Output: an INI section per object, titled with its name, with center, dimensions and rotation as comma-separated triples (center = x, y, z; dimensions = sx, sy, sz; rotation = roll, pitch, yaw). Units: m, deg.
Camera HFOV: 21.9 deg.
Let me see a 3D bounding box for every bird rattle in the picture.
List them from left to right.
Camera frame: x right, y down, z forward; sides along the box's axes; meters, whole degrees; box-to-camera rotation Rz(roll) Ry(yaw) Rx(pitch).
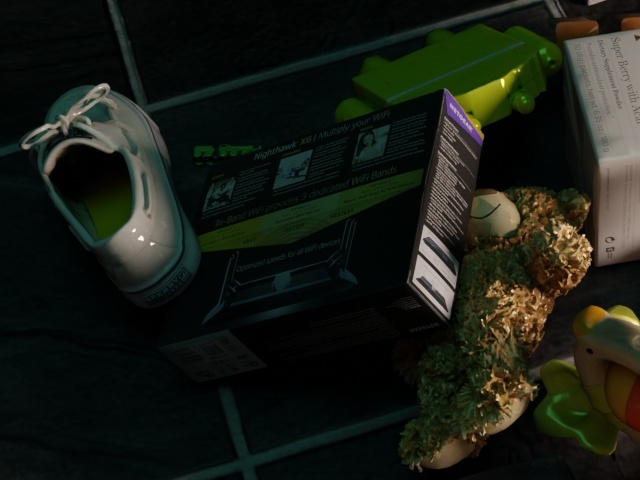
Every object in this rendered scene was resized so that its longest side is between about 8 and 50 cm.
[bird rattle]
center = 0.301, 0.160, 1.492
dimensions = 0.143, 0.207, 0.253
rotation = -37, 50, -10

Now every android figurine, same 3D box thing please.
[android figurine]
center = 0.141, -0.168, 1.791
dimensions = 0.248, 0.056, 0.273
rotation = -24, 24, -11

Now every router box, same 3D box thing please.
[router box]
center = 0.000, 0.000, 1.651
dimensions = 0.308, 0.081, 0.243
rotation = -15, 45, 34

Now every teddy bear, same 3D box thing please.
[teddy bear]
center = 0.155, 0.068, 1.578
dimensions = 0.113, 0.245, 0.338
rotation = 30, 67, -9

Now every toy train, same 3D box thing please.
[toy train]
center = -0.104, -0.098, 1.867
dimensions = 0.083, 0.017, 0.024
rotation = -1, 41, 8

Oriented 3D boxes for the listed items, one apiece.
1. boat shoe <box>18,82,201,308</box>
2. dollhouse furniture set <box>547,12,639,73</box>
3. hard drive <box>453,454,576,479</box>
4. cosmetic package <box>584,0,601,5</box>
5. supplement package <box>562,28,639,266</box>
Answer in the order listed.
[boat shoe]
center = -0.248, -0.084, 1.751
dimensions = 0.136, 0.156, 0.367
rotation = -36, 41, 7
[dollhouse furniture set]
center = 0.367, -0.318, 1.802
dimensions = 0.259, 0.262, 0.135
rotation = -4, 7, -9
[hard drive]
center = 0.136, 0.294, 1.499
dimensions = 0.254, 0.054, 0.172
rotation = -19, 52, -6
[cosmetic package]
center = 0.315, -0.409, 1.979
dimensions = 0.107, 0.127, 0.238
rotation = -20, 54, -8
[supplement package]
center = 0.408, -0.111, 1.698
dimensions = 0.292, 0.175, 0.178
rotation = -9, 51, 1
